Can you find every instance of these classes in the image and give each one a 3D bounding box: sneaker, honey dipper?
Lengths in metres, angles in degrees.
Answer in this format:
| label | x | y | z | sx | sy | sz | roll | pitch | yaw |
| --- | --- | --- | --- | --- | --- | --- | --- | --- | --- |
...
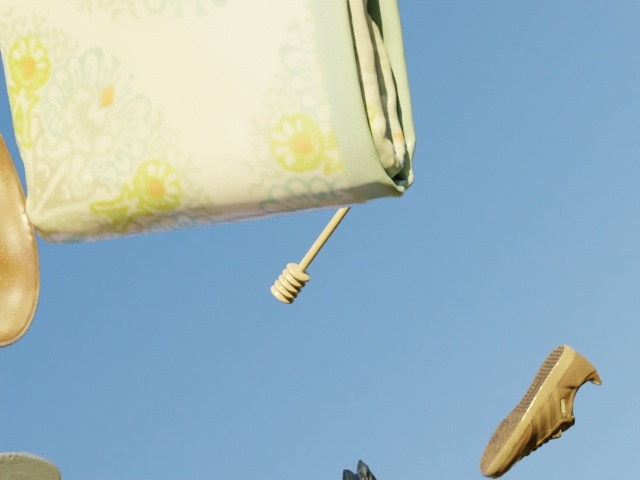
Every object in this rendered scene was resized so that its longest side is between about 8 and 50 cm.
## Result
| label | x | y | z | sx | sy | sz | roll | pitch | yaw |
| --- | --- | --- | --- | --- | --- | --- | --- | --- | --- |
| sneaker | -0.337 | 0.235 | 1.496 | 0.152 | 0.084 | 0.058 | -6 | -83 | -7 |
| sneaker | 0.268 | 0.219 | 1.781 | 0.188 | 0.071 | 0.066 | -55 | 8 | -2 |
| honey dipper | 0.000 | 0.000 | 1.608 | 0.030 | 0.030 | 0.160 | 7 | -56 | -51 |

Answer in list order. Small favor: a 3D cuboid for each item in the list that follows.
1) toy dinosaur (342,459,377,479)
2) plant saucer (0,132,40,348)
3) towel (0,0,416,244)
| label | x | y | z | sx | sy | sz | roll | pitch | yaw |
| --- | --- | --- | --- | --- | --- | --- | --- | --- | --- |
| toy dinosaur | 0.010 | 0.354 | 1.412 | 0.218 | 0.322 | 0.164 | -37 | -26 | -43 |
| plant saucer | -0.303 | -0.058 | 1.058 | 0.050 | 0.310 | 0.310 | -24 | -35 | 10 |
| towel | -0.103 | -0.196 | 1.108 | 0.090 | 0.321 | 0.374 | -14 | -84 | -59 |
